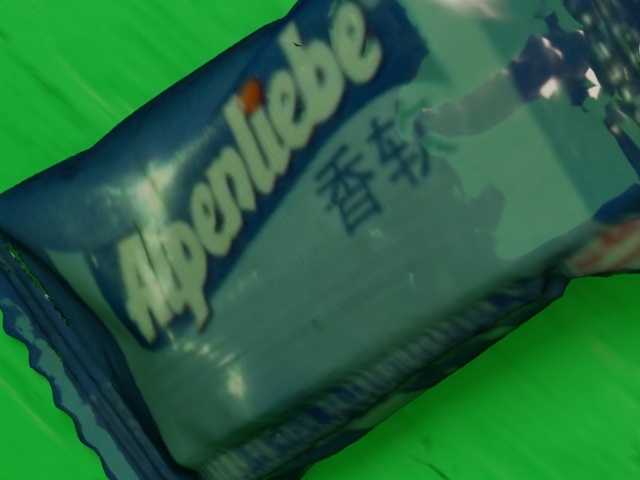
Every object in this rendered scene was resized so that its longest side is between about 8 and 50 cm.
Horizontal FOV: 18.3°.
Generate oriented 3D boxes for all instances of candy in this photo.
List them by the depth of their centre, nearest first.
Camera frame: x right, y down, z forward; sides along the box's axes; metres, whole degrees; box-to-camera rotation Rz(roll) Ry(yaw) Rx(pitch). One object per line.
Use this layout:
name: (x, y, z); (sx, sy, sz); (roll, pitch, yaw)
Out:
candy: (0.000, 0.000, 0.736); (0.331, 0.077, 0.187); (-36, 86, 34)
